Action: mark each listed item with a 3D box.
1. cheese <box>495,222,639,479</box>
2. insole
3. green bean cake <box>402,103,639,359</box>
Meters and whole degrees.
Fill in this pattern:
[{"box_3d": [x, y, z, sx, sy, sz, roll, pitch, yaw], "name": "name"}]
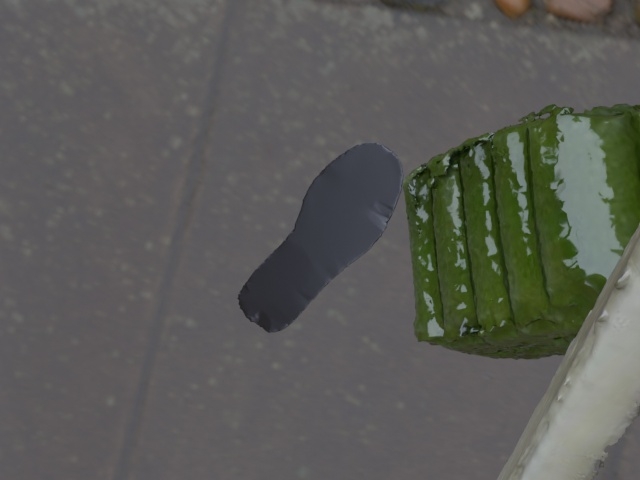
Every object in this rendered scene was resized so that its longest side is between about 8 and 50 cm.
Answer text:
[{"box_3d": [0.104, 0.061, 0.669, 0.034, 0.400, 0.085, 24, 51, 4], "name": "cheese"}, {"box_3d": [0.000, 0.000, 1.248, 0.064, 0.004, 0.188, 40, 120, 0], "name": "insole"}, {"box_3d": [0.260, 0.012, 1.466, 0.319, 0.335, 0.218, -2, 79, -22], "name": "green bean cake"}]
